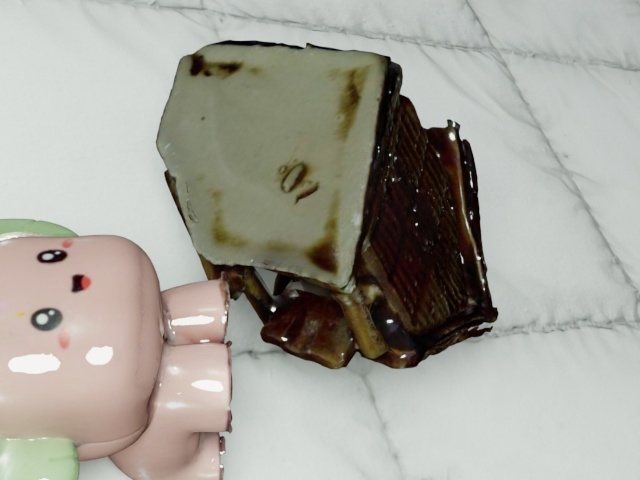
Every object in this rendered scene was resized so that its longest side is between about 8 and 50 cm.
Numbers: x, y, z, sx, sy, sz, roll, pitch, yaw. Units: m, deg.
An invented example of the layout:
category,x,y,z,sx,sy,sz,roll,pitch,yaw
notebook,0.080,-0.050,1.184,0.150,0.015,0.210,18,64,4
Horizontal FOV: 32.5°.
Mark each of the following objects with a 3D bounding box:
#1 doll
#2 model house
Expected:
category,x,y,z,sx,sy,sz,roll,pitch,yaw
doll,-0.203,0.103,0.845,0.269,0.216,0.284,2,47,-9
model house,0.000,0.000,1.051,0.282,0.317,0.297,53,55,-46
